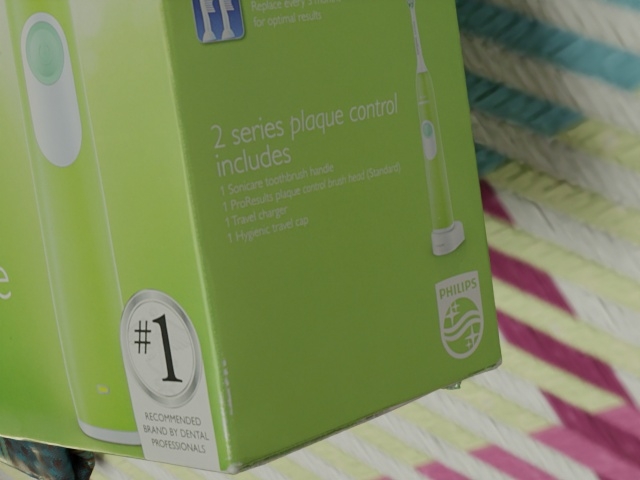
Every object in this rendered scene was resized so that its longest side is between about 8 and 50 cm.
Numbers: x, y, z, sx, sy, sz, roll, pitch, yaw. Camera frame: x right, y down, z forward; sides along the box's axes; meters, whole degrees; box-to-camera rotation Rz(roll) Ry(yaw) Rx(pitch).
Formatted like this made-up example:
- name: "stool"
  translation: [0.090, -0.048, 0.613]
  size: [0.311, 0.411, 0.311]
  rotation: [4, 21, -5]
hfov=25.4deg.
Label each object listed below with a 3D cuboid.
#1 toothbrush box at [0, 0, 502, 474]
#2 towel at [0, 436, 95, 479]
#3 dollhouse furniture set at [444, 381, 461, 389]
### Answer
- name: "toothbrush box"
  translation: [-0.072, -0.084, 0.463]
  size: [0.206, 0.122, 0.283]
  rotation: [0, 100, 46]
- name: "towel"
  translation: [-0.299, -0.001, 0.914]
  size: [0.370, 0.040, 0.271]
  rotation: [16, 130, 38]
- name: "dollhouse furniture set"
  translation: [0.000, 0.000, 0.599]
  size: [0.076, 0.058, 0.151]
  rotation: [-16, 126, 44]
